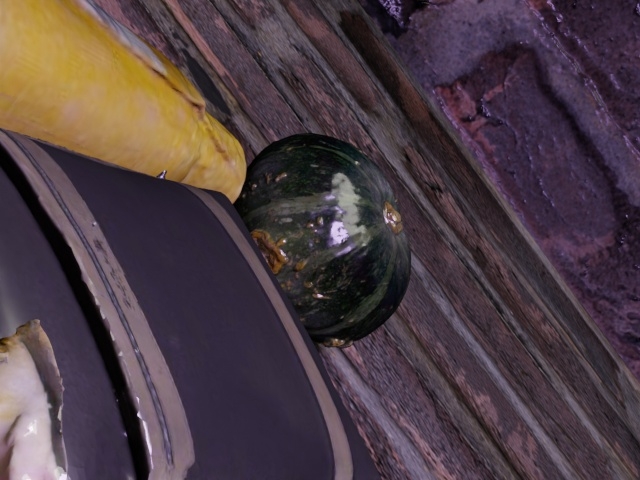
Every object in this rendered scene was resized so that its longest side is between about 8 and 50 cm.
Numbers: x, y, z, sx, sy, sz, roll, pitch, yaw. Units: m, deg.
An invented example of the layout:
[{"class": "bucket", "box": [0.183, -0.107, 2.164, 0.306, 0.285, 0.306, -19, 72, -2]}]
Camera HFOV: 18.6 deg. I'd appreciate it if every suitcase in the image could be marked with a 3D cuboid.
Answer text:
[{"class": "suitcase", "box": [-0.136, 0.088, 1.117, 0.283, 0.194, 0.434, 61, 19, 21]}]

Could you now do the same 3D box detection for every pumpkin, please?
[{"class": "pumpkin", "box": [0.000, -0.002, 1.724, 0.190, 0.146, 0.190, 51, 16, -21]}]

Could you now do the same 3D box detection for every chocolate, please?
[{"class": "chocolate", "box": [-0.189, -0.111, 1.431, 0.162, 0.162, 0.445, 62, 16, 22]}]

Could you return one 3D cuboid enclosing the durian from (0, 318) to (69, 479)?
[{"class": "durian", "box": [-0.202, 0.186, 0.814, 0.196, 0.185, 0.305, 1, 76, -30]}]
